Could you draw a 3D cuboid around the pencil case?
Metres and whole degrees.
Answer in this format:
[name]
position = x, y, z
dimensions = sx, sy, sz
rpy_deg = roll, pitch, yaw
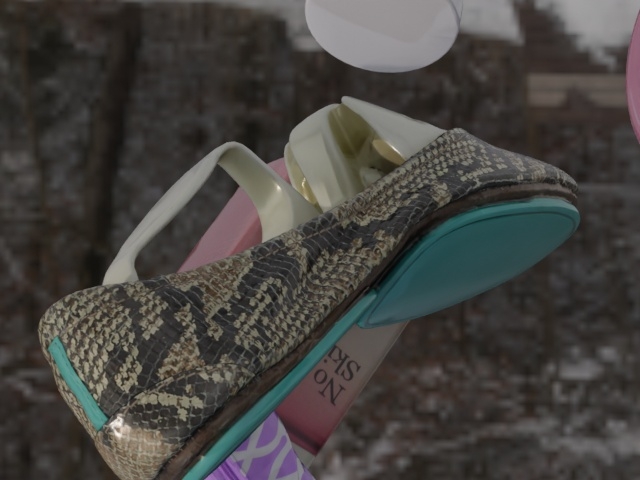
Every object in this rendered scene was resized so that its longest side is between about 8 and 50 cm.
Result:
[pencil case]
position = -0.080, 0.119, 1.326
dimensions = 0.086, 0.206, 0.088
rpy_deg = -36, -158, 0

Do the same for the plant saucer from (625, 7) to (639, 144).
[plant saucer]
position = 0.331, -0.136, 1.104
dimensions = 0.084, 0.332, 0.332
rpy_deg = 42, 161, -32

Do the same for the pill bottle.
[pill bottle]
position = 0.066, -0.277, 1.623
dimensions = 0.153, 0.264, 0.153
rpy_deg = 6, 144, 4

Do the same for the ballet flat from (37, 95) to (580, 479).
[ballet flat]
position = 0.000, 0.000, 1.307
dimensions = 0.483, 0.182, 0.164
rpy_deg = -29, 165, -47

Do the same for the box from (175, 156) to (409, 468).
[box]
position = -0.041, 0.069, 1.487
dimensions = 0.149, 0.232, 0.127
rpy_deg = 40, 160, -14
